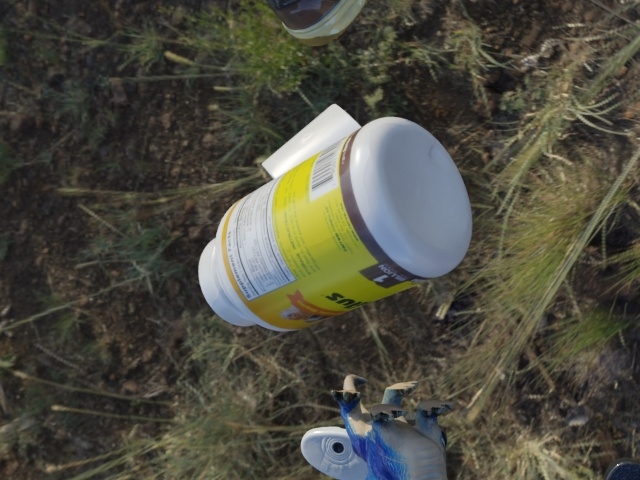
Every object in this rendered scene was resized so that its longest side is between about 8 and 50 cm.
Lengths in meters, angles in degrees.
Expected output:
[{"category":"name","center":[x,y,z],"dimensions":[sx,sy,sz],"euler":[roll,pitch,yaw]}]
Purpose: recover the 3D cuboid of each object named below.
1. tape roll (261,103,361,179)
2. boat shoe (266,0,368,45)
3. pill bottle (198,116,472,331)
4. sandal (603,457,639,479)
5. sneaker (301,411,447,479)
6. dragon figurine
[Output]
[{"category":"tape roll","center":[0.035,-0.096,1.304],"dimensions":[0.169,0.246,0.246],"euler":[-39,76,0]},{"category":"boat shoe","center":[0.031,-0.252,0.531],"dimensions":[0.080,0.073,0.224],"euler":[32,91,32]},{"category":"pill bottle","center":[0.000,0.000,0.563],"dimensions":[0.215,0.117,0.117],"euler":[-26,85,42]},{"category":"sandal","center":[0.413,0.295,0.849],"dimensions":[0.179,0.040,0.067],"euler":[25,103,0]},{"category":"sneaker","center":[0.087,0.312,1.130],"dimensions":[0.216,0.121,0.079],"euler":[3,102,14]},{"category":"dragon figurine","center":[0.062,0.206,0.656],"dimensions":[0.289,0.085,0.144],"euler":[-177,84,-70]}]
